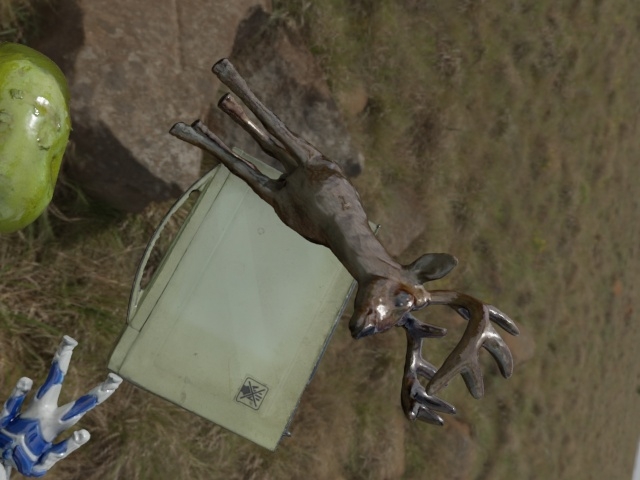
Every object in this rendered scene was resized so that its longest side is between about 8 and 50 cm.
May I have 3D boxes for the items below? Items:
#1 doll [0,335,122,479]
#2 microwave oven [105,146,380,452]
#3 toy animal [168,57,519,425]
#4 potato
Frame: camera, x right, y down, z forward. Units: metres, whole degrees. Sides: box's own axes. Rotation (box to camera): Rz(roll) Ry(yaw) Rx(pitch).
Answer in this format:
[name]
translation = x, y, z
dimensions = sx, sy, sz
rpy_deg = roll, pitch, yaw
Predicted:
[doll]
translation = -0.350, 0.235, 0.756
dimensions = 0.227, 0.114, 0.057
rpy_deg = -51, 178, -7
[microwave oven]
translation = -0.136, 0.097, 1.057
dimensions = 0.394, 0.333, 0.247
rpy_deg = -63, -173, -15
[toy animal]
translation = 0.013, -0.014, 0.442
dimensions = 0.087, 0.260, 0.243
rpy_deg = -46, -172, 11
[potato]
translation = -0.400, -0.133, 0.780
dimensions = 0.149, 0.186, 0.253
rpy_deg = 8, 60, -38
